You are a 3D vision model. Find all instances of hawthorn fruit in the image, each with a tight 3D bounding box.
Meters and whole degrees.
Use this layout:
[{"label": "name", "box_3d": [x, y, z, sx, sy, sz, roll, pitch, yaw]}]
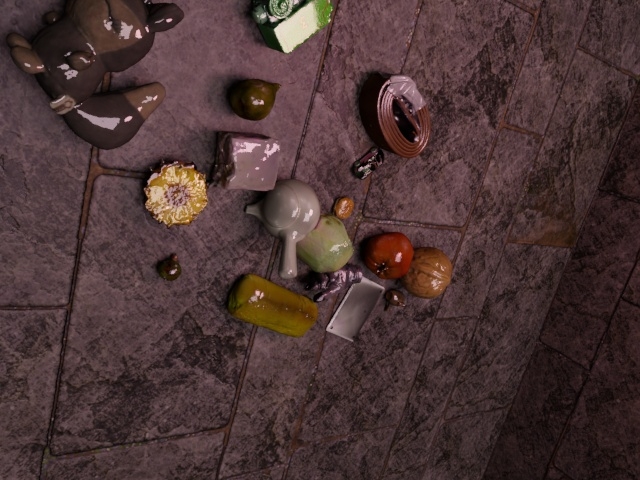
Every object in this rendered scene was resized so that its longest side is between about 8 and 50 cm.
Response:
[{"label": "hawthorn fruit", "box_3d": [0.281, 0.044, 2.237, 0.225, 0.197, 0.196, -50, 136, -41]}]

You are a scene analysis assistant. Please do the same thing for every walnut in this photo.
[{"label": "walnut", "box_3d": [0.442, 0.135, 2.353, 0.228, 0.228, 0.228, -16, 120, -31]}]

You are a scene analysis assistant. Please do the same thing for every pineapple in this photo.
[{"label": "pineapple", "box_3d": [-0.429, -0.142, 1.662, 0.225, 0.076, 0.224, -15, 117, -33]}]

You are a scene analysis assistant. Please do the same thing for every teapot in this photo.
[{"label": "teapot", "box_3d": [-0.089, -0.054, 1.811, 0.220, 0.318, 0.149, -40, 155, 20]}, {"label": "teapot", "box_3d": [0.310, 0.266, 2.414, 0.080, 0.085, 0.110, 22, 116, -40]}]

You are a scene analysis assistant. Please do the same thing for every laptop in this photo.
[{"label": "laptop", "box_3d": [0.146, 0.282, 2.336, 0.188, 0.015, 0.269, 29, 92, -41]}]

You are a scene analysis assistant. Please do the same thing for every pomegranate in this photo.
[{"label": "pomegranate", "box_3d": [-0.462, 0.084, 1.748, 0.084, 0.073, 0.073, -51, 131, -6]}]

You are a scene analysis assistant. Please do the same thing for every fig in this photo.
[{"label": "fig", "box_3d": [-0.176, -0.419, 1.685, 0.185, 0.133, 0.126, -8, 79, -39]}]

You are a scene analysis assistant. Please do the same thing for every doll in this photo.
[{"label": "doll", "box_3d": [-0.522, -0.455, 1.395, 0.382, 0.252, 0.378, -38, 160, -13]}]

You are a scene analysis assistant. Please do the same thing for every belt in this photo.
[{"label": "belt", "box_3d": [0.271, -0.447, 2.017, 0.217, 0.122, 0.338, -45, 131, -9]}]

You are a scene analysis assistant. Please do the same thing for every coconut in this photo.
[{"label": "coconut", "box_3d": [0.000, 0.000, 1.973, 0.236, 0.236, 0.204, -4, 141, -36]}]

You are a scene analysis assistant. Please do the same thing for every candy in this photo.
[{"label": "candy", "box_3d": [-0.229, -0.238, 1.729, 0.195, 0.137, 0.184, -3, 112, -38]}]

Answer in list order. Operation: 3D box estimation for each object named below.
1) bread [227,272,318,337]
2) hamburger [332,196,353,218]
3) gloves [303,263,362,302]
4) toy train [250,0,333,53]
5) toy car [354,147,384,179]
[{"label": "bread", "box_3d": [-0.159, 0.247, 2.025, 0.383, 0.112, 0.166, 29, 92, -42]}, {"label": "hamburger", "box_3d": [0.085, -0.119, 2.082, 0.076, 0.044, 0.083, 10, 102, -40]}, {"label": "gloves", "box_3d": [0.045, 0.155, 2.137, 0.285, 0.119, 0.142, -10, 106, -49]}, {"label": "toy train", "box_3d": [-0.081, -0.676, 1.642, 0.243, 0.132, 0.188, -42, 134, -11]}, {"label": "toy car", "box_3d": [0.183, -0.282, 2.073, 0.142, 0.055, 0.069, -41, 133, -13]}]
